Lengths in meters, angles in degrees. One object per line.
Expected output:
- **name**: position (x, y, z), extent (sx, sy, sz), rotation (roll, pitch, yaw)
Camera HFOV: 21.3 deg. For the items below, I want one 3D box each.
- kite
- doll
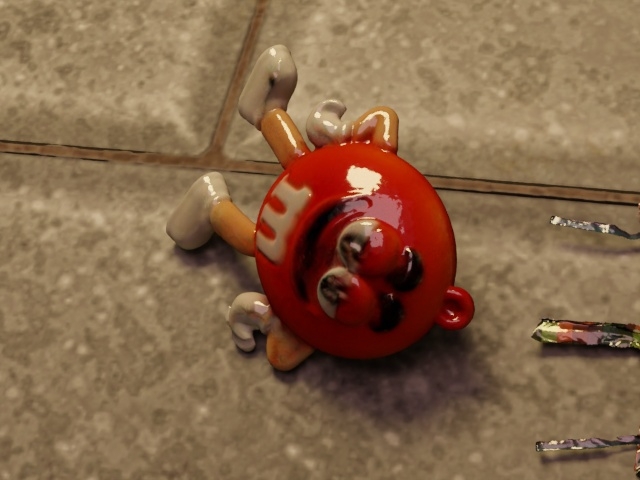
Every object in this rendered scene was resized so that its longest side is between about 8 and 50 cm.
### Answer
- **kite**: position (0.208, 0.058, 1.025), extent (0.160, 0.010, 0.182), rotation (1, 62, 11)
- **doll**: position (0.000, 0.000, 1.059), extent (0.217, 0.085, 0.183), rotation (43, 113, 28)
